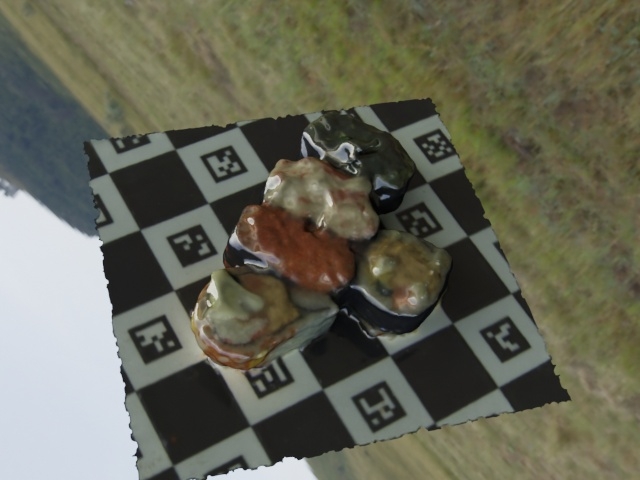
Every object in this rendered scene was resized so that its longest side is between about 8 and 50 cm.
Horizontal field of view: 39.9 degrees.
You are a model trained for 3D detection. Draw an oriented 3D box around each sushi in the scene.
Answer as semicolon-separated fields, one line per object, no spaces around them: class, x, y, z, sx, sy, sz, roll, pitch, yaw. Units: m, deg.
sushi;0.000;0.000;0.697;0.069;0.339;0.320;105;153;-56
